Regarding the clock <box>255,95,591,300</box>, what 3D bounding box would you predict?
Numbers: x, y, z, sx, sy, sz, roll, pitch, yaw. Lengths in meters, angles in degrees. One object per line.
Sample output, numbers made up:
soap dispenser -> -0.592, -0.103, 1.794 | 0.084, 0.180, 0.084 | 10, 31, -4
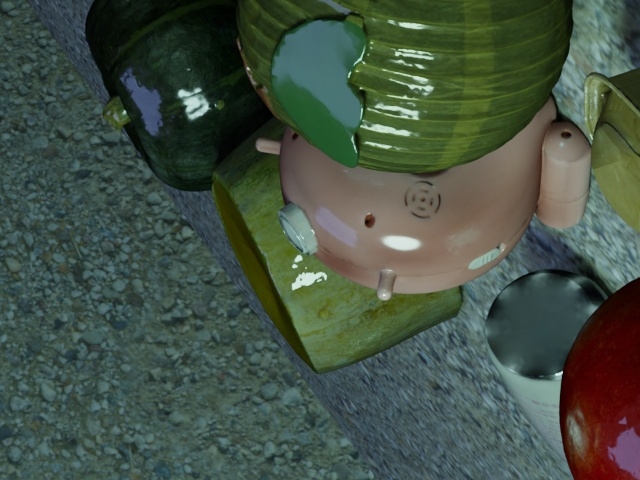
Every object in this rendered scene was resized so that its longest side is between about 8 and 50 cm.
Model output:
clock -> 0.073, -0.069, 1.619 | 0.227, 0.241, 0.142 | 52, 164, 30

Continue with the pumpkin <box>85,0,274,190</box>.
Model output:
pumpkin -> -0.178, -0.203, 2.388 | 0.300, 0.207, 0.300 | 156, 90, -84

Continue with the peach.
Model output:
peach -> 0.281, 0.132, 1.365 | 0.243, 0.199, 0.243 | 33, 167, 9

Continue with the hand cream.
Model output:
hand cream -> 0.248, 0.155, 1.850 | 0.185, 0.118, 0.358 | 48, 172, 33

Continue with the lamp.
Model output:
lamp -> 0.064, -0.185, 1.382 | 0.250, 0.250, 0.284 | 48, 141, 39

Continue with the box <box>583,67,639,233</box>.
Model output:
box -> 0.245, -0.045, 1.296 | 0.177, 0.111, 0.111 | 52, 167, 28

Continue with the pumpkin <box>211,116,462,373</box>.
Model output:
pumpkin -> 0.000, 0.000, 2.224 | 0.332, 0.199, 0.332 | 53, 165, 22
